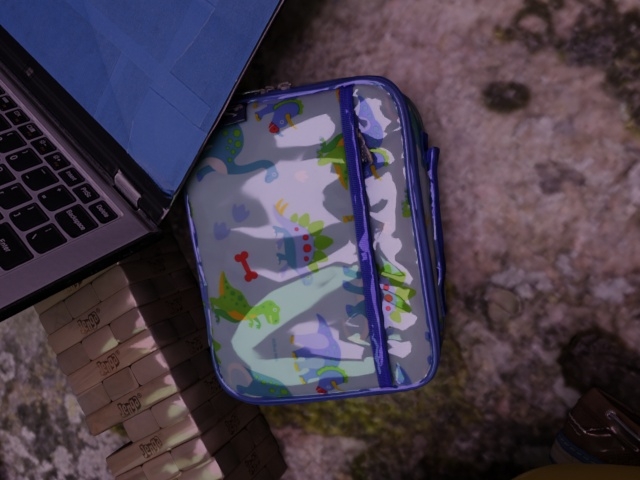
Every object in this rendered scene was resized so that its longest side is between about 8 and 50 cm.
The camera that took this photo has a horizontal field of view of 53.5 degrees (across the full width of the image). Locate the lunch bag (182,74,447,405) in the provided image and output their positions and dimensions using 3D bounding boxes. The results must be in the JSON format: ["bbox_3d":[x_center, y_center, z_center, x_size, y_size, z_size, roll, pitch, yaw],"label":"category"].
[{"bbox_3d":[0.000,0.000,0.450,0.175,0.090,0.219,-5,94,16],"label":"lunch bag"}]

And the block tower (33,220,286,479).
[{"bbox_3d":[-0.120,0.122,0.500,0.097,0.091,0.336,-30,86,18],"label":"block tower"}]

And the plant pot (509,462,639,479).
[{"bbox_3d":[0.104,0.247,0.344,0.239,0.253,0.254,-19,89,55],"label":"plant pot"}]

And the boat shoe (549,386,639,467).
[{"bbox_3d":[0.243,0.151,0.392,0.183,0.066,0.066,22,100,16],"label":"boat shoe"}]

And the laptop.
[{"bbox_3d":[-0.260,-0.165,0.403,0.382,0.407,0.236,42,145,25],"label":"laptop"}]
